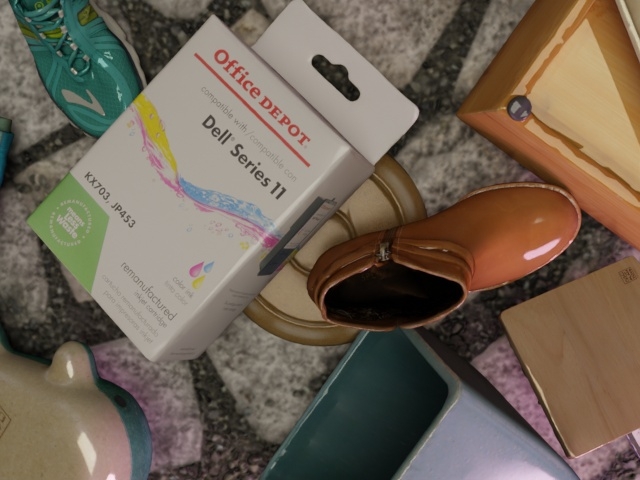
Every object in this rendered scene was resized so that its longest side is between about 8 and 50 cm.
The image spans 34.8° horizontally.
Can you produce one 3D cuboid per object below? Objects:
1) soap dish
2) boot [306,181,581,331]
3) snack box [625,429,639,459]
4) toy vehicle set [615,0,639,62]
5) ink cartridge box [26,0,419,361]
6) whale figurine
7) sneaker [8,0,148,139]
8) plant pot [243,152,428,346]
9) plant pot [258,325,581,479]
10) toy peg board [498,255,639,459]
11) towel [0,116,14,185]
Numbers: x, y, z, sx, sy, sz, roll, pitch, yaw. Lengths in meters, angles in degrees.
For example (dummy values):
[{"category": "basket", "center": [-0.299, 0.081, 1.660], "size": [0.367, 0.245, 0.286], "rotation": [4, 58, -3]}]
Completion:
[{"category": "soap dish", "center": [0.320, -0.135, 1.029], "size": [0.291, 0.118, 0.229], "rotation": [36, 95, -2]}, {"category": "boot", "center": [0.124, 0.014, 0.966], "size": [0.283, 0.220, 0.109], "rotation": [-9, 95, 3]}, {"category": "snack box", "center": [0.364, 0.205, 1.105], "size": [0.064, 0.022, 0.178], "rotation": [-31, 93, 3]}, {"category": "toy vehicle set", "center": [0.382, -0.164, 0.925], "size": [0.166, 0.035, 0.267], "rotation": [-22, 95, 19]}, {"category": "ink cartridge box", "center": [-0.094, -0.073, 1.024], "size": [0.207, 0.119, 0.353], "rotation": [45, 96, 15]}, {"category": "whale figurine", "center": [-0.291, 0.188, 1.091], "size": [0.272, 0.141, 0.216], "rotation": [41, 110, 22]}, {"category": "sneaker", "center": [-0.273, -0.223, 1.048], "size": [0.107, 0.110, 0.275], "rotation": [-29, 94, 4]}, {"category": "plant pot", "center": [0.000, 0.000, 1.097], "size": [0.236, 0.032, 0.236], "rotation": [0, 95, 3]}, {"category": "plant pot", "center": [0.124, 0.253, 1.016], "size": [0.252, 0.247, 0.248], "rotation": [32, 96, -18]}, {"category": "toy peg board", "center": [0.285, 0.125, 1.069], "size": [0.160, 0.079, 0.161], "rotation": [-22, 76, -10]}, {"category": "towel", "center": [-0.497, 0.010, 1.085], "size": [0.271, 0.040, 0.370], "rotation": [17, 89, 6]}]
